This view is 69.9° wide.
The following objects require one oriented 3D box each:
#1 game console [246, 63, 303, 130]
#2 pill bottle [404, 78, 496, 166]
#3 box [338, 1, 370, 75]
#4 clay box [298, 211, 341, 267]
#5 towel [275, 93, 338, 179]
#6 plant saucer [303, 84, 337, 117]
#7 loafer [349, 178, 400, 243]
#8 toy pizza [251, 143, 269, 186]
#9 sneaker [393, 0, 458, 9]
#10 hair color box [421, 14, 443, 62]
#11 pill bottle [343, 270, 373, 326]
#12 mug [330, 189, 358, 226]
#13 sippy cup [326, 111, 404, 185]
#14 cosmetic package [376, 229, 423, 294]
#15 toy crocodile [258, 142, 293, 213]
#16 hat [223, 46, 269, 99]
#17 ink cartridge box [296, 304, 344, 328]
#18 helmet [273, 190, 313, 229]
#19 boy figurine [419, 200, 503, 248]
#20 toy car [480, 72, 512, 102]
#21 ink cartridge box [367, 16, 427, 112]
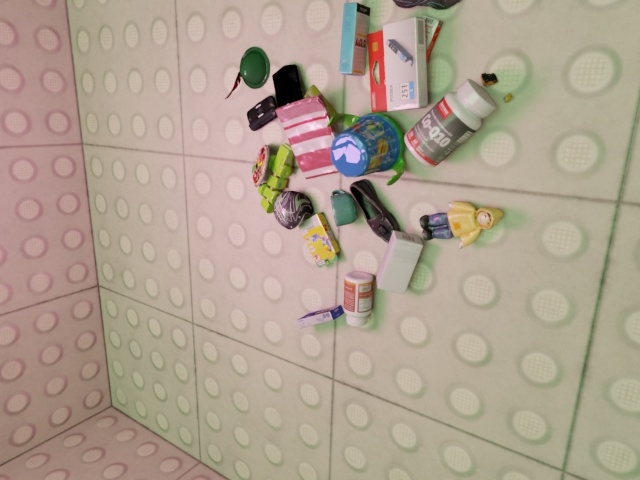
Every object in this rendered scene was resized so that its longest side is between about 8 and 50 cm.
[{"bbox_3d":[-0.214,-0.608,2.027,0.362,0.044,0.213,-18,79,44],"label":"game console"},{"bbox_3d":[0.438,-0.398,1.561,0.283,0.161,0.161,-44,76,35],"label":"pill bottle"},{"bbox_3d":[0.127,-0.752,1.725,0.060,0.101,0.244,15,110,32],"label":"box"},{"bbox_3d":[0.000,0.000,2.043,0.128,0.053,0.221,-27,87,37],"label":"clay box"},{"bbox_3d":[-0.036,-0.420,1.907,0.237,0.037,0.328,-6,117,37],"label":"towel"},{"bbox_3d":[-0.042,-0.526,1.939,0.188,0.045,0.188,53,125,12],"label":"plant saucer"},{"bbox_3d":[0.209,-0.107,1.840,0.109,0.095,0.302,-36,80,35],"label":"loafer"},{"bbox_3d":[-0.279,-0.342,2.091,0.201,0.032,0.201,-168,90,-68],"label":"toy pizza"},{"bbox_3d":[0.356,-0.834,1.541,0.268,0.106,0.101,8,105,32],"label":"sneaker"},{"bbox_3d":[0.365,-0.705,1.606,0.072,0.043,0.141,34,120,24],"label":"hair color box"},{"bbox_3d":[0.159,0.249,1.954,0.121,0.121,0.215,12,109,33],"label":"pill bottle"},{"bbox_3d":[0.097,-0.142,1.891,0.098,0.129,0.157,-11,88,0],"label":"mug"},{"bbox_3d":[0.161,-0.341,1.710,0.306,0.224,0.239,16,123,32],"label":"sippy cup"},{"bbox_3d":[0.308,0.088,1.804,0.118,0.085,0.230,15,116,-5],"label":"cosmetic package"},{"bbox_3d":[-0.194,-0.276,2.083,0.115,0.105,0.340,37,116,35],"label":"toy crocodile"},{"bbox_3d":[-0.342,-0.750,2.005,0.173,0.184,0.208,-23,88,37],"label":"hat"},{"bbox_3d":[-0.002,0.351,2.109,0.207,0.097,0.046,-22,89,37],"label":"ink cartridge box"},{"bbox_3d":[-0.129,-0.136,2.030,0.170,0.162,0.169,10,108,33],"label":"helmet"},{"bbox_3d":[0.509,-0.057,1.648,0.285,0.092,0.177,-7,96,39],"label":"boy figurine"},{"bbox_3d":[0.570,-0.497,1.511,0.122,0.060,0.040,63,159,13],"label":"toy car"},{"bbox_3d":[0.257,-0.619,1.653,0.261,0.066,0.296,9,110,45],"label":"ink cartridge box"}]
